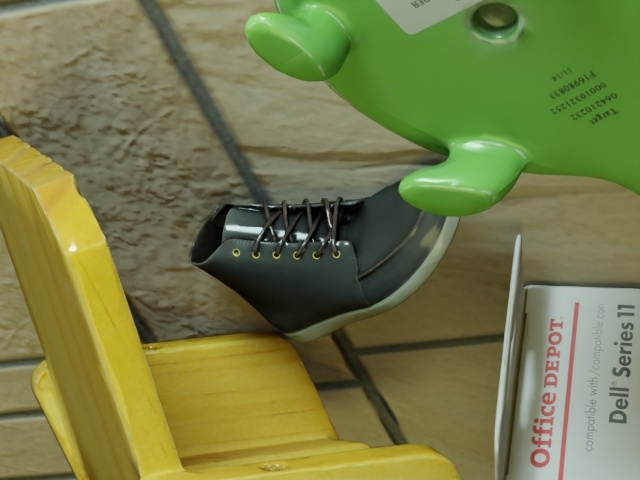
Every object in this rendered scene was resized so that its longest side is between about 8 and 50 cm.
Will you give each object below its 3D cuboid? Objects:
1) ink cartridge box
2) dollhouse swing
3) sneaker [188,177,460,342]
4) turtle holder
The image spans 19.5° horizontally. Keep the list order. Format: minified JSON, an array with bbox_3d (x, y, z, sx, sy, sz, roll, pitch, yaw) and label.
[{"bbox_3d":[0.208,0.176,1.430,0.119,0.207,0.353,2,142,12],"label":"ink cartridge box"},{"bbox_3d":[-0.062,0.077,1.335,0.315,0.347,0.305,-6,101,-18],"label":"dollhouse swing"},{"bbox_3d":[0.000,0.000,1.354,0.118,0.083,0.222,30,139,-24],"label":"sneaker"},{"bbox_3d":[0.132,-0.160,0.998,0.320,0.227,0.243,20,139,-9],"label":"turtle holder"}]
